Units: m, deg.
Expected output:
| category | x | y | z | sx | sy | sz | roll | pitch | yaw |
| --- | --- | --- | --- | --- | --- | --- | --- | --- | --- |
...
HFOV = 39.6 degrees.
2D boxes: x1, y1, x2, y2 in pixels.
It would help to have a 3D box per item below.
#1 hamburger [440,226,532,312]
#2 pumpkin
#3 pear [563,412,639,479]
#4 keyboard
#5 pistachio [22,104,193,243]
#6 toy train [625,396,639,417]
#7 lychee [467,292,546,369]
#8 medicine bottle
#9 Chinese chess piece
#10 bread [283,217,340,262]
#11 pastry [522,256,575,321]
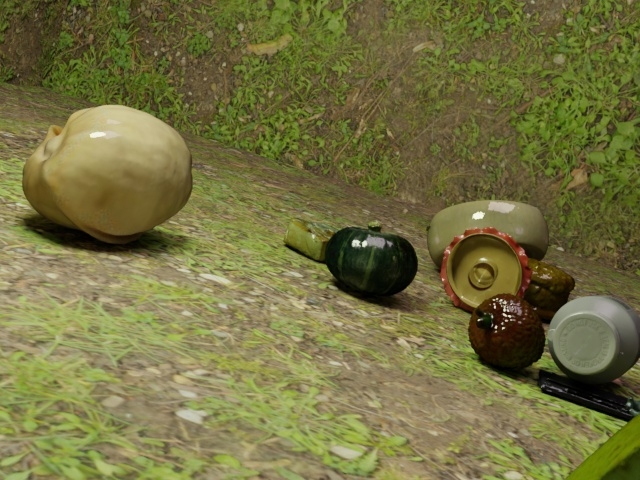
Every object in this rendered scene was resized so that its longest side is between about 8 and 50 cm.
| category | x | y | z | sx | sy | sz | roll | pitch | yaw |
| --- | --- | --- | --- | --- | --- | --- | --- | --- | --- |
| hamburger | 0.316 | 0.058 | 1.699 | 0.175 | 0.175 | 0.137 | 19 | 3 | 13 |
| pumpkin | 0.090 | 0.033 | 1.562 | 0.167 | 0.125 | 0.167 | 32 | 3 | -2 |
| pear | 0.299 | 0.202 | 0.637 | 0.292 | 0.292 | 0.159 | 19 | 19 | 14 |
| keyboard | 0.439 | 0.242 | 1.290 | 0.250 | 0.017 | 0.087 | 17 | 11 | 10 |
| pistachio | -0.335 | -0.102 | 1.417 | 0.230 | 0.230 | 0.309 | 21 | 6 | 23 |
| toy train | 0.564 | 0.208 | 0.997 | 0.429 | 0.249 | 0.178 | 16 | 9 | 1 |
| lychee | 0.279 | 0.138 | 1.336 | 0.146 | 0.114 | 0.114 | 31 | 1 | -32 |
| medicine bottle | 0.424 | 0.153 | 1.375 | 0.135 | 0.135 | 0.215 | 21 | 6 | 25 |
| Chinese chess piece | 0.370 | -0.003 | 1.974 | 0.273 | 0.102 | 0.273 | 1 | -18 | 0 |
| bread | 0.000 | 0.000 | 1.774 | 0.117 | 0.064 | 0.156 | 5 | 14 | -45 |
| pastry | 0.433 | 0.095 | 1.842 | 0.188 | 0.103 | 0.189 | 16 | 10 | -3 |
